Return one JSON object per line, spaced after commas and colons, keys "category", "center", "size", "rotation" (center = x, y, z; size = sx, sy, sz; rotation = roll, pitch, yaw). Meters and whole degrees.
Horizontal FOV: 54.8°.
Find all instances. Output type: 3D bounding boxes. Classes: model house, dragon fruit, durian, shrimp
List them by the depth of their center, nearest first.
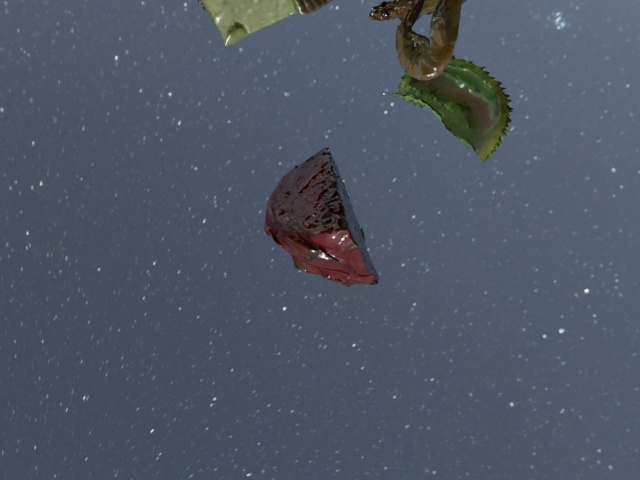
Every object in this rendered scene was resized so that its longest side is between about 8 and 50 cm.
{"category": "model house", "center": [-0.066, -0.536, 1.089], "size": [0.261, 0.266, 0.321], "rotation": [62, -142, -31]}
{"category": "dragon fruit", "center": [0.000, 0.000, 1.105], "size": [0.317, 0.152, 0.205], "rotation": [-100, -16, -59]}
{"category": "shrimp", "center": [0.235, -0.465, 1.328], "size": [0.133, 0.236, 0.053], "rotation": [22, -155, 23]}
{"category": "durian", "center": [0.332, -0.335, 1.498], "size": [0.169, 0.158, 0.352], "rotation": [-18, -130, -30]}
{"category": "shrimp", "center": [0.258, -0.616, 1.618], "size": [0.287, 0.152, 0.063], "rotation": [-15, -85, -2]}
